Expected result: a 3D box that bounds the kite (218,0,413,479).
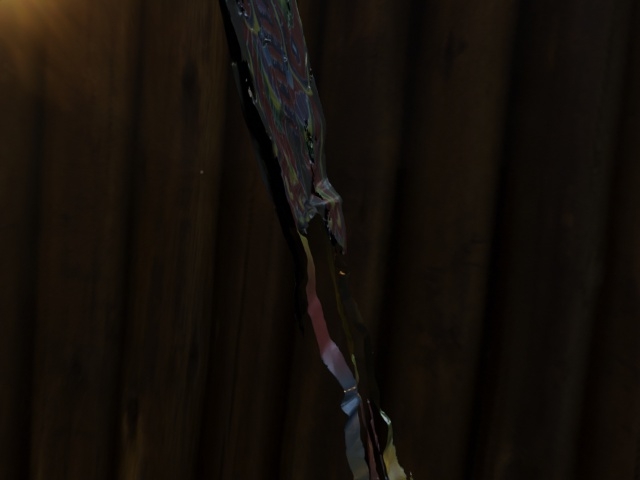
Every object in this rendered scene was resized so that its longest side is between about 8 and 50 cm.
[{"bbox_3d":[0.000,0.000,0.373,0.015,0.152,0.285,-17,-98,10],"label":"kite"}]
